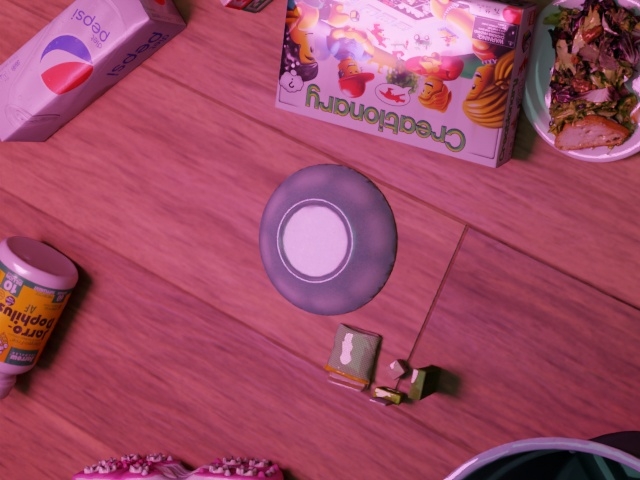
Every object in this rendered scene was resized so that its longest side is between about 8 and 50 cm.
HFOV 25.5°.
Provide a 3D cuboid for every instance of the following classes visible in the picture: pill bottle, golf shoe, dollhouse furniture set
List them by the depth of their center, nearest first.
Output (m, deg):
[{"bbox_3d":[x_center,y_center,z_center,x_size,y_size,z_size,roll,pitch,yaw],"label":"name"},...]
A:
[{"bbox_3d":[0.067,0.159,1.743,0.152,0.058,0.076,16,98,24],"label":"dollhouse furniture set"},{"bbox_3d":[-0.192,0.353,1.848,0.306,0.115,0.140,-1,95,27],"label":"golf shoe"},{"bbox_3d":[-0.427,0.110,1.945,0.117,0.117,0.208,35,105,20],"label":"pill bottle"}]

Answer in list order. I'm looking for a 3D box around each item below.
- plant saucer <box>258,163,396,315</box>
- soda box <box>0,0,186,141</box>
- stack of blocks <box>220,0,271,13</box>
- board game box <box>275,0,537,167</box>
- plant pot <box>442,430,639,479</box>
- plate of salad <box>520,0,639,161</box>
[{"bbox_3d":[0.000,0.000,1.782,0.195,0.037,0.195,1,93,26],"label":"plant saucer"},{"bbox_3d":[-0.324,-0.245,1.894,0.286,0.098,0.091,-35,78,22],"label":"soda box"},{"bbox_3d":[-0.113,-0.460,1.789,0.171,0.087,0.297,-37,77,22],"label":"stack of blocks"},{"bbox_3d":[0.096,-0.219,1.695,0.305,0.053,0.193,17,114,24],"label":"board game box"},{"bbox_3d":[0.303,0.348,1.486,0.341,0.334,0.341,1,93,26],"label":"plant pot"},{"bbox_3d":[0.309,-0.186,1.605,0.200,0.048,0.199,9,105,34],"label":"plate of salad"}]
